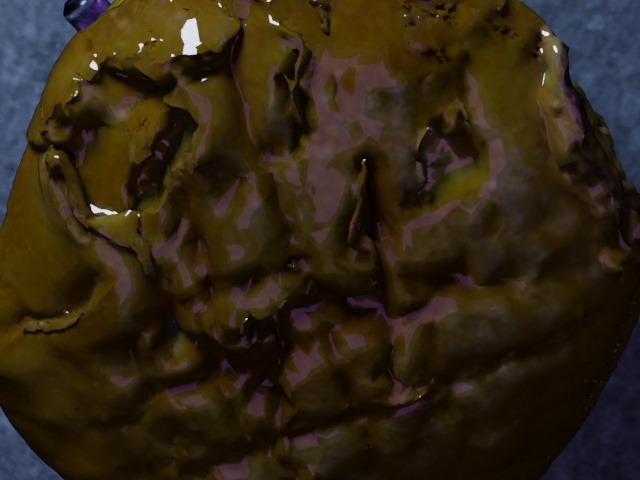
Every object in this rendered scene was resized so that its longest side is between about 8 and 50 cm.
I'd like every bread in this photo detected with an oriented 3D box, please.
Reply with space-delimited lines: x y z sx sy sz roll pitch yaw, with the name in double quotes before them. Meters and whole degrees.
"bread" 0.000 0.000 1.075 0.398 0.215 0.398 -2 118 -3

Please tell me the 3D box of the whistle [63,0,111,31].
"whistle" -0.096 -0.088 1.165 0.033 0.033 0.176 -33 110 23
